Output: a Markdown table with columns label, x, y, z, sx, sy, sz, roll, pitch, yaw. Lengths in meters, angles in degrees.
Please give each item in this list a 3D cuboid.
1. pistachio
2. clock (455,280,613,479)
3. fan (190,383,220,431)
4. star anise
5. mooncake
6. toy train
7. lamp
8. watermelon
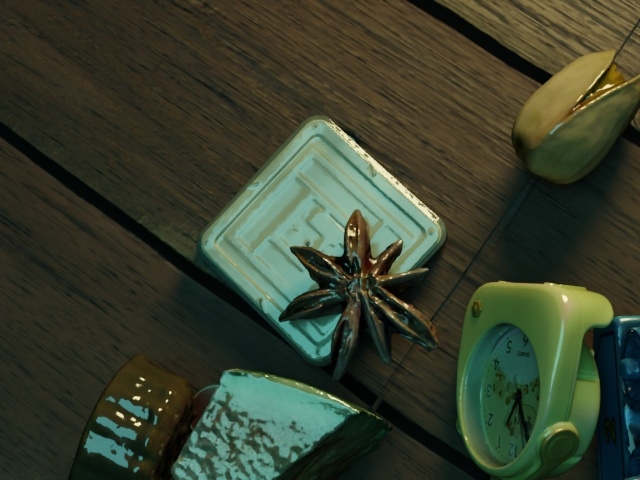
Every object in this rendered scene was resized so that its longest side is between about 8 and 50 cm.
| label | x | y | z | sx | sy | sz | roll | pitch | yaw |
| --- | --- | --- | --- | --- | --- | --- | --- | --- | --- |
| pistachio | 0.345 | -0.168 | 1.884 | 0.129 | 0.131 | 0.206 | 42 | 86 | 6 |
| clock | 0.264 | 0.207 | 1.801 | 0.096 | 0.235 | 0.308 | 9 | 87 | -26 |
| fan | -0.124 | 0.249 | 1.969 | 0.133 | 0.005 | 0.085 | 12 | 83 | 13 |
| star anise | 0.053 | 0.079 | 1.876 | 0.236 | 0.093 | 0.229 | 22 | 81 | 9 |
| mooncake | -0.247 | 0.273 | 1.882 | 0.124 | 0.228 | 0.228 | 24 | 86 | 5 |
| toy train | 0.440 | 0.225 | 1.735 | 0.188 | 0.265 | 0.300 | -1 | 81 | -6 |
| lamp | 0.000 | 0.000 | 1.963 | 0.266 | 0.047 | 0.269 | 43 | 91 | 14 |
| watermelon | -0.074 | 0.272 | 1.815 | 0.302 | 0.264 | 0.151 | -39 | 69 | -5 |
